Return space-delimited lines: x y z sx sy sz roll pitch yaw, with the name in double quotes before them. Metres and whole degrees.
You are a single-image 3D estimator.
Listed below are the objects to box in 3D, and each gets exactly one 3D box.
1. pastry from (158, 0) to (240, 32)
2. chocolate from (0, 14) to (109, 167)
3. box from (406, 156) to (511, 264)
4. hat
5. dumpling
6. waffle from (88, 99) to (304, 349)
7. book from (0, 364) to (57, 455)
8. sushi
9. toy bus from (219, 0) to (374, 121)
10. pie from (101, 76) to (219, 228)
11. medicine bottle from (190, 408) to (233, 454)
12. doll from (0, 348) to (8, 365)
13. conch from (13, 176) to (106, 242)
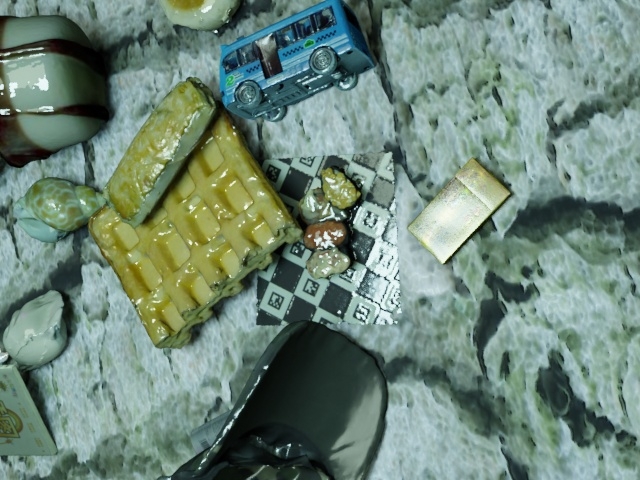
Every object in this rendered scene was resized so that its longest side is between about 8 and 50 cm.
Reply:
"pastry" -0.206 -0.441 1.617 0.166 0.088 0.166 0 90 20
"chocolate" -0.481 -0.276 1.653 0.186 0.283 0.283 -9 85 0
"box" 0.218 -0.046 1.465 0.156 0.022 0.089 -47 73 14
"hat" -0.085 0.324 1.495 0.257 0.366 0.382 -11 55 48
"dumpling" -0.533 0.163 1.728 0.188 0.108 0.127 -48 48 31
"waffle" -0.222 -0.029 1.598 0.348 0.077 0.304 -40 65 17
"book" -0.658 0.325 1.756 0.295 0.020 0.208 -5 118 22
"sushi" 0.000 0.000 1.538 0.264 0.050 0.290 -1 88 22
"toy bus" -0.047 -0.295 1.532 0.246 0.113 0.134 -20 77 19
"pie" -0.279 -0.148 1.574 0.128 0.068 0.282 47 109 31
"medicine bottle" -0.128 0.305 1.577 0.199 0.057 0.058 -31 77 18
"doll" -0.638 0.263 1.771 0.073 0.084 0.127 28 105 33
"conch" -0.488 -0.063 1.714 0.173 0.106 0.116 -29 98 37
